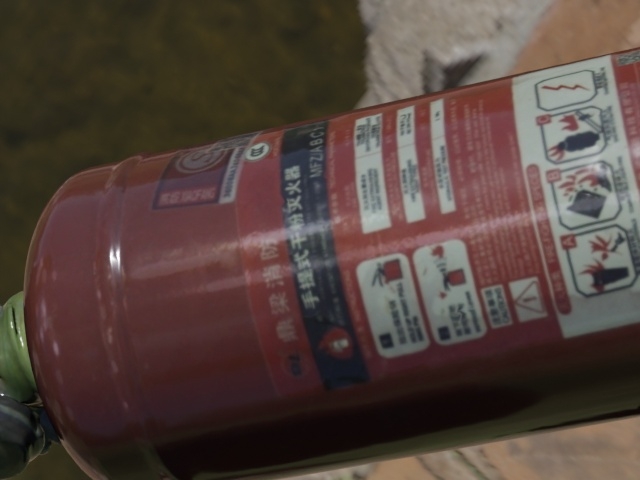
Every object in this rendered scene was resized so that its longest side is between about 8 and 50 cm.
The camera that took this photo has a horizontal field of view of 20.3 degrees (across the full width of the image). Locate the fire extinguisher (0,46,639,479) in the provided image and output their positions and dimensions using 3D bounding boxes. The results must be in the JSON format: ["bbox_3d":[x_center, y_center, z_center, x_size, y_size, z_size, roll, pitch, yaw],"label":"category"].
[{"bbox_3d":[0.000,0.000,0.509,0.337,0.147,0.106,-12,40,13],"label":"fire extinguisher"}]
